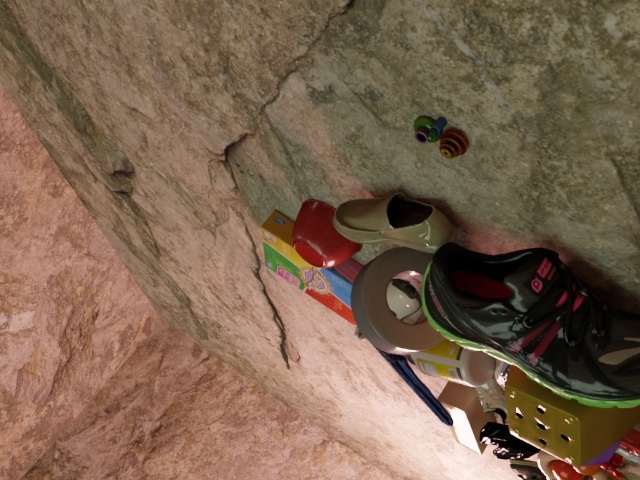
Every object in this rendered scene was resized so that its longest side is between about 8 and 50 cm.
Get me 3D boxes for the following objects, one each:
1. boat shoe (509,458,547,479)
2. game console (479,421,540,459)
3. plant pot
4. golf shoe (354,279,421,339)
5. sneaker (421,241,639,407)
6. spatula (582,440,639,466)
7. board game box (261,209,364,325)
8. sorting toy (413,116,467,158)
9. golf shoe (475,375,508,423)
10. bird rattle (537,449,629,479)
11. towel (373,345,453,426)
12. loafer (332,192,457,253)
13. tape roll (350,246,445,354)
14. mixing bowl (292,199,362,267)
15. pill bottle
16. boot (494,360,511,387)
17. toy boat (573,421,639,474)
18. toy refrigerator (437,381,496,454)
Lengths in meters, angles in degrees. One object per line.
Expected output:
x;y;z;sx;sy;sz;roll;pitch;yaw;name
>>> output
0.605;0.670;1.815;0.080;0.073;0.223;-9;148;43;boat shoe
0.531;0.555;1.743;0.213;0.044;0.361;8;155;8;game console
0.460;0.286;1.203;0.212;0.187;0.212;20;138;41;plant pot
0.165;0.180;1.591;0.105;0.120;0.273;39;155;4;golf shoe
0.387;0.129;1.086;0.482;0.185;0.202;15;140;28;sneaker
0.633;0.424;1.248;0.296;0.030;0.084;7;126;0;spatula
-0.011;0.078;1.729;0.316;0.064;0.242;32;156;15;board game box
0.186;-0.163;1.035;0.102;0.042;0.061;27;154;27;sorting toy
0.426;0.389;1.627;0.176;0.086;0.069;36;158;10;golf shoe
0.618;0.548;1.524;0.206;0.143;0.253;0;141;35;bird rattle
0.238;0.368;1.770;0.243;0.040;0.336;50;176;-11;towel
0.136;-0.048;1.257;0.268;0.102;0.092;9;142;34;loafer
0.177;0.126;1.346;0.219;0.219;0.072;40;156;-2;tape roll
0.000;0.000;1.531;0.181;0.098;0.181;31;155;17;mixing bowl
0.308;0.278;1.556;0.215;0.117;0.117;2;137;55;pill bottle
0.440;0.311;1.444;0.190;0.069;0.086;72;-177;-51;boot
0.570;0.415;1.344;0.231;0.151;0.151;22;167;25;toy boat
0.411;0.482;1.794;0.094;0.102;0.269;20;151;38;toy refrigerator
